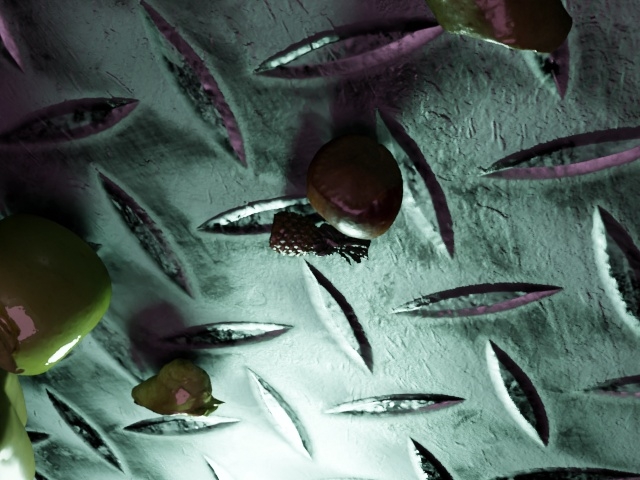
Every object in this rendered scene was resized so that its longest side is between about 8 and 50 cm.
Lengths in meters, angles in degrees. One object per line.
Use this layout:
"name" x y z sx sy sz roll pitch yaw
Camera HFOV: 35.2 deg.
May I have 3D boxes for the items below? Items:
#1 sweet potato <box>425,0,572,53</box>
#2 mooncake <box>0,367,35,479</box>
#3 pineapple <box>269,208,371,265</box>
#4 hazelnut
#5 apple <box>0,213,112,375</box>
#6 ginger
"sweet potato" 0.136 -0.356 1.121 0.158 0.158 0.369 -26 116 37
"mooncake" -0.801 0.400 2.011 0.467 0.467 0.262 8 140 12
"pineapple" 0.000 0.000 1.587 0.159 0.074 0.074 11 137 -2
"hazelnut" 0.046 -0.073 1.437 0.154 0.143 0.143 51 138 16
"apple" -0.492 0.085 1.718 0.279 0.279 0.279 10 136 10
"ginger" -0.293 0.277 1.959 0.193 0.115 0.122 4 114 26
